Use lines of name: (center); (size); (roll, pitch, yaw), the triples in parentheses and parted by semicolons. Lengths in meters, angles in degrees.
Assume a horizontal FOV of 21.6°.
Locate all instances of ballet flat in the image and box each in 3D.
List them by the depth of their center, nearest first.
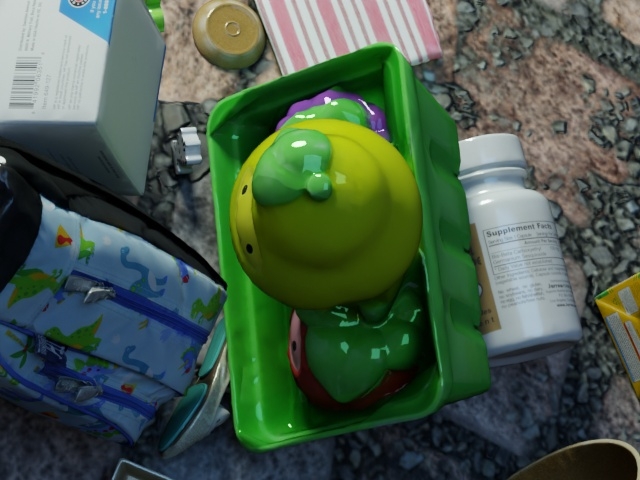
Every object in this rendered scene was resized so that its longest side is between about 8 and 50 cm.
ballet flat: (-0.103, 0.151, 1.662); (0.052, 0.057, 0.168); (35, 65, -18)

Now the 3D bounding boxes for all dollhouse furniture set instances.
dollhouse furniture set: (-0.147, 0.258, 1.595); (0.114, 0.081, 0.091); (25, 67, -12)

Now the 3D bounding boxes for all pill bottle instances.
pill bottle: (0.188, 0.011, 1.771); (0.131, 0.131, 0.229); (-7, 76, -22)

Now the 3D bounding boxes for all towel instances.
towel: (0.028, -0.245, 1.850); (0.197, 0.029, 0.144); (-16, 80, -22)

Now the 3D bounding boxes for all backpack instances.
backpack: (-0.252, 0.038, 1.498); (0.355, 0.290, 0.273); (9, 92, -50)

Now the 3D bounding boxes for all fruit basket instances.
fruit basket: (0.000, 0.000, 1.574); (0.392, 0.283, 0.392); (28, 54, -47)

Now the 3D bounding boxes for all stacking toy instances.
stacking toy: (-0.224, -0.160, 1.713); (0.167, 0.052, 0.221); (-7, 76, -22)

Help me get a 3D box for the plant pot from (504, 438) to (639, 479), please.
plant pot: (0.282, 0.368, 1.663); (0.237, 0.237, 0.254); (-44, 106, -26)

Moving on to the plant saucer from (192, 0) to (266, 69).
plant saucer: (-0.096, -0.225, 1.801); (0.083, 0.015, 0.083); (6, 71, -19)

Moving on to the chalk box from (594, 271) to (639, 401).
chalk box: (0.439, 0.074, 1.848); (0.213, 0.132, 0.132); (-17, 80, -25)

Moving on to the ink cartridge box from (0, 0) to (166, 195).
ink cartridge box: (-0.286, -0.151, 1.575); (0.232, 0.168, 0.171); (2, 69, 11)
